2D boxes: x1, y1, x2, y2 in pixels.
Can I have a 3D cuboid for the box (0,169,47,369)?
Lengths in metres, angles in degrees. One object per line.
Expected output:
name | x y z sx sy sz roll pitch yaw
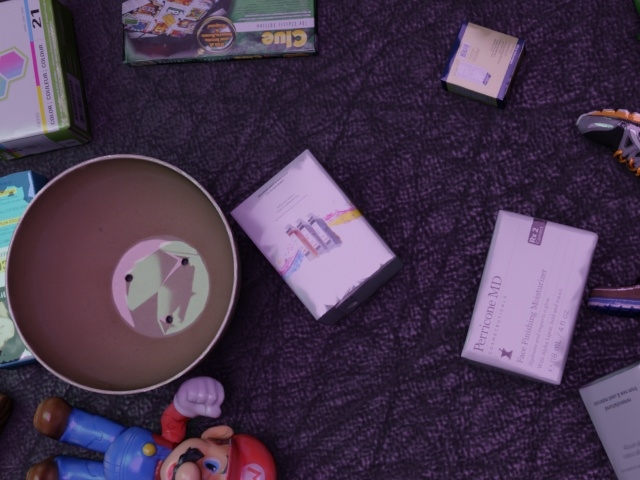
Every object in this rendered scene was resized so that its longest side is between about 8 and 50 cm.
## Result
box | -0.393 0.039 1.835 0.101 0.060 0.244 -13 81 8

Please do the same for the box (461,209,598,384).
box | 0.247 0.072 1.666 0.119 0.182 0.181 14 86 10

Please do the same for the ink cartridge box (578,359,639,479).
ink cartridge box | 0.508 0.279 1.564 0.279 0.160 0.384 -20 80 -21

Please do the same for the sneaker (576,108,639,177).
sneaker | 0.409 -0.098 1.713 0.215 0.084 0.083 24 92 10

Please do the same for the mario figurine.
mario figurine | -0.210 0.273 1.717 0.321 0.170 0.198 5 124 17

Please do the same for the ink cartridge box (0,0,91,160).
ink cartridge box | -0.448 -0.201 1.854 0.255 0.097 0.188 -11 82 7

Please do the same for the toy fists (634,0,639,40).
toy fists | 0.523 -0.298 1.713 0.279 0.096 0.142 9 95 9

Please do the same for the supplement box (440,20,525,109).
supplement box | 0.206 -0.220 1.771 0.083 0.056 0.083 20 87 11

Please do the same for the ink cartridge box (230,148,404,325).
ink cartridge box | 0.000 0.000 1.742 0.127 0.128 0.176 -39 80 3

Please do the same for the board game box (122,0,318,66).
board game box | -0.133 -0.303 1.851 0.260 0.030 0.136 -1 81 9

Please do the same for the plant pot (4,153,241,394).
plant pot | -0.220 0.050 1.740 0.284 0.191 0.284 -1 83 10

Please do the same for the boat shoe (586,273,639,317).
boat shoe | 0.414 0.058 1.706 0.183 0.066 0.066 0 78 -1

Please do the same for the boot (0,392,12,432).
boot | -0.547 0.269 1.815 0.203 0.095 0.262 29 87 11
